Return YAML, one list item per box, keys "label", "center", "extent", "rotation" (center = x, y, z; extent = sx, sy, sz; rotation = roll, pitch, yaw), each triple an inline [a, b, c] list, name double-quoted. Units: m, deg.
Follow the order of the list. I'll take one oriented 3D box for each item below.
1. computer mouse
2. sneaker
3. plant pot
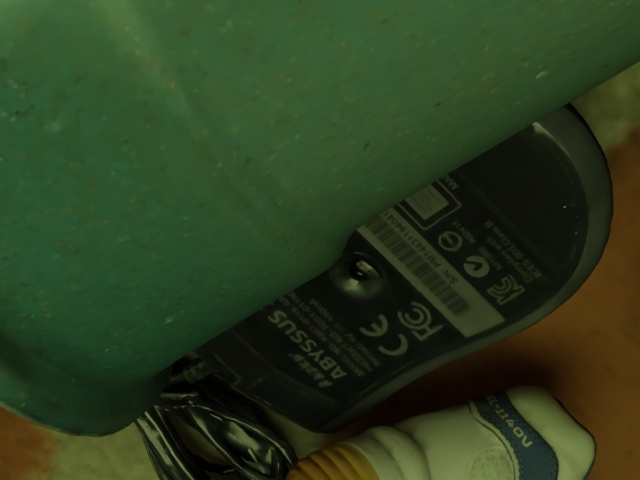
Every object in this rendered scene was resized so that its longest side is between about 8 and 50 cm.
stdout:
- label: "computer mouse"
  center: [0.000, 0.000, 0.746]
  extent: [0.272, 0.072, 0.188]
  rotation: [-29, 111, 33]
- label: "sneaker"
  center: [0.076, 0.190, 0.801]
  extent: [0.131, 0.112, 0.296]
  rotation: [-23, 133, -15]
- label: "plant pot"
  center: [0.013, -0.165, 0.529]
  extent: [0.334, 0.341, 0.341]
  rotation: [-25, 110, 11]
